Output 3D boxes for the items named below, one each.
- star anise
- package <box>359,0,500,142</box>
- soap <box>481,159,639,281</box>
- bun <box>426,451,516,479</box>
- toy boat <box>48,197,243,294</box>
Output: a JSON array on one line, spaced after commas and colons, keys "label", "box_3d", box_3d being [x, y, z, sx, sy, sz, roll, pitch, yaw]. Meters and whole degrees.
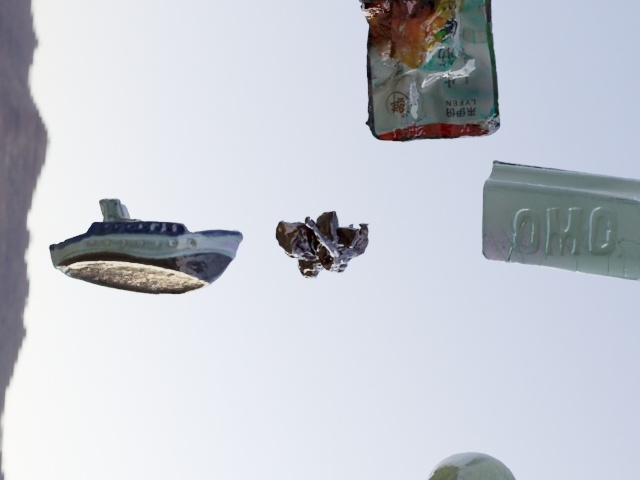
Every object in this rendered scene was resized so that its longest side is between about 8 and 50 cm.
[{"label": "star anise", "box_3d": [0.000, 0.000, 1.157, 0.191, 0.097, 0.070, 54, 27, -64]}, {"label": "package", "box_3d": [0.127, -0.227, 1.215, 0.040, 0.166, 0.232, -61, 149, -63]}, {"label": "soap", "box_3d": [0.384, -0.028, 1.598, 0.094, 0.261, 0.150, -56, 148, -48]}, {"label": "bun", "box_3d": [0.183, 0.384, 1.334, 0.108, 0.221, 0.221, -6, -100, 40]}, {"label": "toy boat", "box_3d": [-0.239, 0.002, 1.407, 0.114, 0.261, 0.115, 90, 7, -59]}]
